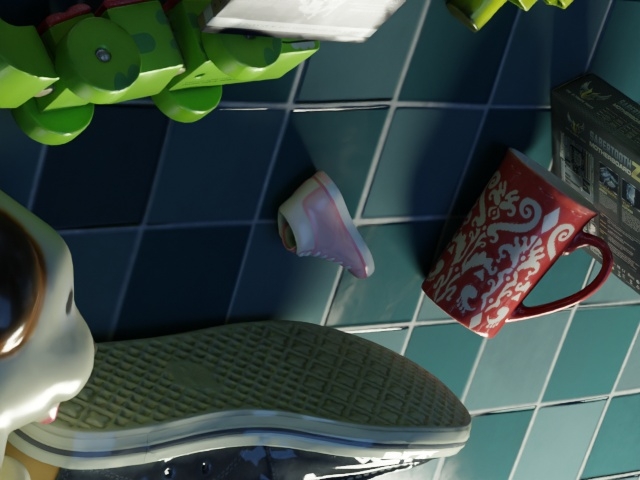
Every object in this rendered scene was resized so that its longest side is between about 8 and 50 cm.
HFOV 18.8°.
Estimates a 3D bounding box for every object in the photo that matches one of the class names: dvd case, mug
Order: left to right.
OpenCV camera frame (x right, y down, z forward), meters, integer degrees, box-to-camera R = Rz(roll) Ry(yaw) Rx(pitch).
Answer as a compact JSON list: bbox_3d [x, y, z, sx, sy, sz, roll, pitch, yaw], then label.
[{"bbox_3d":[0.026,-0.222,1.493,0.164,0.018,0.221,-1,152,-36],"label":"dvd case"},{"bbox_3d":[0.198,0.016,1.947,0.169,0.150,0.113,-54,149,10],"label":"mug"}]

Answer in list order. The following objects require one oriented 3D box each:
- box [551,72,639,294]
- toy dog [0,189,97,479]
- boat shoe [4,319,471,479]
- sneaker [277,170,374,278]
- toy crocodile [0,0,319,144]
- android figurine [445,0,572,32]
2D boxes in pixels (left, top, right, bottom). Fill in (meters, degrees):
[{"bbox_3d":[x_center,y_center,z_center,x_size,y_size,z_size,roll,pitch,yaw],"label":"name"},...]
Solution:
[{"bbox_3d":[0.324,-0.038,1.948,0.059,0.232,0.183,-26,132,-21],"label":"box"},{"bbox_3d":[-0.357,0.129,1.489,0.408,0.284,0.395,-43,101,-6],"label":"toy dog"},{"bbox_3d":[-0.081,0.185,1.803,0.500,0.187,0.156,-2,125,-35],"label":"boat shoe"},{"bbox_3d":[0.000,0.000,1.832,0.070,0.051,0.134,-38,134,-12],"label":"sneaker"},{"bbox_3d":[-0.144,-0.155,1.563,0.340,0.105,0.115,-12,167,-36],"label":"toy crocodile"},{"bbox_3d":[0.205,-0.324,1.775,0.273,0.056,0.248,-45,138,-4],"label":"android figurine"}]
